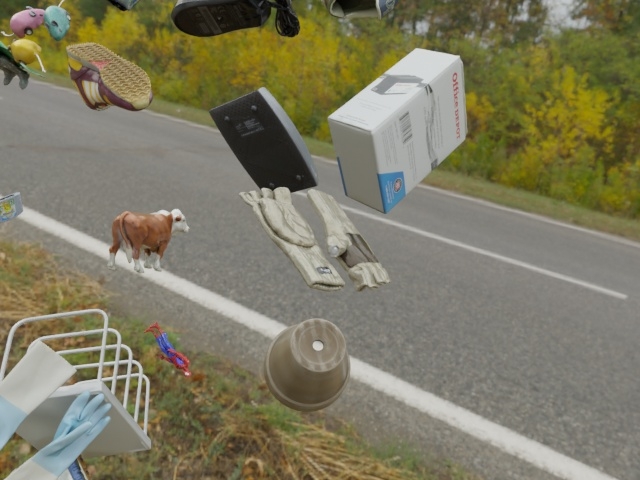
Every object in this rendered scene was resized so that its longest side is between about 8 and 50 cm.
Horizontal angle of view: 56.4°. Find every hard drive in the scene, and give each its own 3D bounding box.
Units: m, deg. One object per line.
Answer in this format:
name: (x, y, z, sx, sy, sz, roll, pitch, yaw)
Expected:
hard drive: (-0.120, -0.219, 1.352, 0.172, 0.254, 0.054, -12, 34, 37)

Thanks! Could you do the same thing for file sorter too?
file sorter: (-0.452, 0.281, 1.133, 0.193, 0.277, 0.173, -8, 51, -1)

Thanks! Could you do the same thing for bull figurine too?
bull figurine: (-0.493, -0.006, 1.715, 0.101, 0.188, 0.310, 9, 1, 20)

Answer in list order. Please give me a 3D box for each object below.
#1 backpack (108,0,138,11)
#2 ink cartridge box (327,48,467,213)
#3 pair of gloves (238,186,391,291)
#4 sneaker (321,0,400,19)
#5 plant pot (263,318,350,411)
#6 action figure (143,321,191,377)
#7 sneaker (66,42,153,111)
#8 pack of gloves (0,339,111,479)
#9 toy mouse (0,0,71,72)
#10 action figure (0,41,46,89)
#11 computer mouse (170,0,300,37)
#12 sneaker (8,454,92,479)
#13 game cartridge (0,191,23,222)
backpack: (-0.249, -0.337, 0.691, 0.105, 0.084, 0.114, 47, 7, -4)
ink cartridge box: (0.179, -0.246, 1.317, 0.129, 0.223, 0.307, 27, 58, 37)
pair of gloves: (0.000, 0.000, 0.913, 0.240, 0.042, 0.204, 3, 46, -56)
sneaker: (0.022, -0.341, 0.796, 0.192, 0.086, 0.064, 19, -22, 24)
plant pot: (-0.031, 0.415, 2.111, 0.323, 0.323, 0.280, 10, -29, -5)
action figure: (-0.272, 0.201, 1.076, 0.115, 0.038, 0.030, 50, 34, -6)
sneaker: (-0.308, -0.222, 0.882, 0.070, 0.083, 0.185, -25, 52, -36)
pack of gloves: (-0.435, 0.300, 0.896, 0.046, 0.195, 0.232, 15, 57, 45)
toy mouse: (-0.456, -0.351, 0.962, 0.161, 0.143, 0.031, 24, -15, 30)
action figure: (-0.601, -0.342, 1.013, 0.137, 0.063, 0.232, 15, -13, 26)
computer mouse: (-0.185, -0.503, 1.278, 0.272, 0.072, 0.188, -4, -16, 7)
sneaker: (-0.439, 0.508, 1.033, 0.131, 0.112, 0.296, -26, 72, -18)
game cartridge: (-0.725, -0.073, 1.375, 0.017, 0.056, 0.083, 21, 33, 20)
